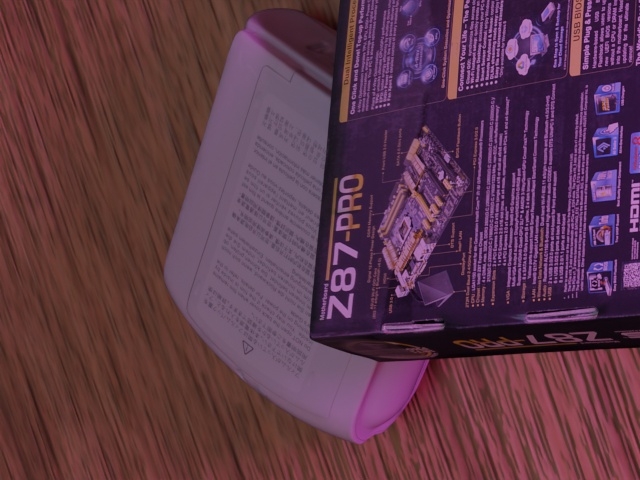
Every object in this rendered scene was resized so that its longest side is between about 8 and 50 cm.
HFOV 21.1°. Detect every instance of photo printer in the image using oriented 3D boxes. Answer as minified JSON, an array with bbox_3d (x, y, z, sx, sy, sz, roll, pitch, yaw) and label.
[{"bbox_3d":[0.000,0.000,1.426,0.256,0.107,0.307,36,124,27],"label":"photo printer"}]

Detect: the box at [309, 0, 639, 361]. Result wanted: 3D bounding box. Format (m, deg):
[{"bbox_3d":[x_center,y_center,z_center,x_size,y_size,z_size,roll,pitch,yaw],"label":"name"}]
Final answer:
[{"bbox_3d":[0.149,-0.122,1.158,0.318,0.097,0.394,-7,71,39],"label":"box"}]
